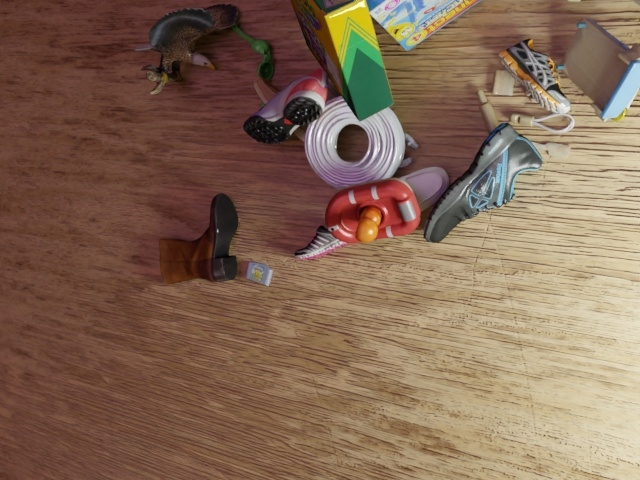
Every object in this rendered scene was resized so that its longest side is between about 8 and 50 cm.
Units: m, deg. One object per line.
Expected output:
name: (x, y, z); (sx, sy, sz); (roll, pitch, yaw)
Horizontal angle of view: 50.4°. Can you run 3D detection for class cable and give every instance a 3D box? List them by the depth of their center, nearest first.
cable: (0.085, -0.246, 1.743); (0.257, 0.089, 0.257); (-38, 88, 19)

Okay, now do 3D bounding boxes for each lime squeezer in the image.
lime squeezer: (-0.183, -0.503, 1.948); (0.110, 0.059, 0.310); (-21, 81, 27)

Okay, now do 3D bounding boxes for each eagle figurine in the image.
eagle figurine: (-0.393, -0.584, 1.989); (0.298, 0.225, 0.226); (-56, 41, 29)

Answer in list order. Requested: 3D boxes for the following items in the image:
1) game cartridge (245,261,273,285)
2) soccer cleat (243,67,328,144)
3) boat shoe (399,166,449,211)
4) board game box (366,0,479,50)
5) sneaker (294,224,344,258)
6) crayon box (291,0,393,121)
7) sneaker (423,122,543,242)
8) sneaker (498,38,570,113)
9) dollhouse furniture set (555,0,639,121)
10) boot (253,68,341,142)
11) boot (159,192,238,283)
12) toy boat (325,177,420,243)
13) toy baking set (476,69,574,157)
game cartridge: (-0.179, 0.093, 1.969); (0.083, 0.017, 0.056); (17, 94, 27)
soccer cleat: (-0.087, -0.342, 1.768); (0.318, 0.109, 0.116); (-17, 47, 52)
boat shoe: (0.191, -0.104, 1.720); (0.277, 0.096, 0.098); (-27, 78, 26)
board game box: (0.263, -0.593, 1.548); (0.308, 0.302, 0.086); (-31, 77, 20)
sneaker: (0.000, 0.000, 1.846); (0.170, 0.063, 0.074); (-24, 79, 22)
crayon box: (0.026, -0.513, 1.615); (0.106, 0.313, 0.363); (-28, 51, 0)
sneaker: (0.374, -0.107, 1.606); (0.140, 0.125, 0.341); (38, 117, 3)
sneaker: (0.499, -0.376, 1.544); (0.083, 0.084, 0.215); (-38, 68, 9)
dollhouse furniture set: (0.656, -0.456, 1.486); (0.303, 0.198, 0.286); (105, 147, -42)
boot: (-0.043, -0.405, 1.847); (0.262, 0.095, 0.203); (47, 111, 17)
boot: (-0.375, -0.001, 2.055); (0.280, 0.096, 0.264); (-3, 96, 36)
toy boat: (0.117, -0.050, 1.634); (0.231, 0.151, 0.151); (-10, 120, 28)
toy baking set: (0.481, -0.298, 1.599); (0.197, 0.030, 0.256); (-18, 81, 27)
